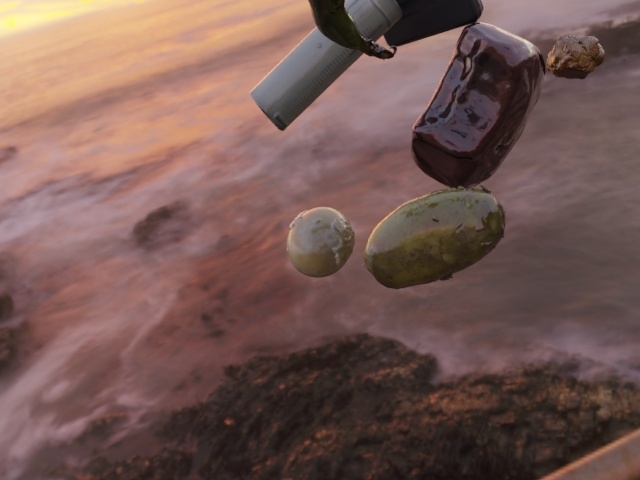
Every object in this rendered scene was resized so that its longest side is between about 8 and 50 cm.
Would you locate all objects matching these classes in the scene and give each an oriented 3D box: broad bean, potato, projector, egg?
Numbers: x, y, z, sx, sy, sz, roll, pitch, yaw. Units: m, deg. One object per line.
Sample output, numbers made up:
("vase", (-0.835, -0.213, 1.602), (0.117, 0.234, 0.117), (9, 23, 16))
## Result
("broad bean", (0.050, -0.341, 0.963), (0.144, 0.292, 0.049), (11, 69, 1))
("potato", (0.183, -0.005, 1.189), (0.251, 0.149, 0.113), (-22, 31, 8))
("projector", (0.010, -0.371, 1.456), (0.337, 0.108, 0.108), (-42, 19, 9))
("egg", (0.003, 0.002, 1.726), (0.164, 0.164, 0.201), (-7, 27, 23))

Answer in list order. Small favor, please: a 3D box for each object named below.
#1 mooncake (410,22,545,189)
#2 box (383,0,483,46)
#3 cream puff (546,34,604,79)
("mooncake", (0.328, -0.276, 1.477), (0.174, 0.334, 0.326), (34, 72, 19))
("box", (0.209, -0.498, 1.500), (0.230, 0.160, 0.050), (-6, 34, 42))
("cream puff", (0.566, -0.412, 1.619), (0.122, 0.094, 0.116), (13, 2, 35))
